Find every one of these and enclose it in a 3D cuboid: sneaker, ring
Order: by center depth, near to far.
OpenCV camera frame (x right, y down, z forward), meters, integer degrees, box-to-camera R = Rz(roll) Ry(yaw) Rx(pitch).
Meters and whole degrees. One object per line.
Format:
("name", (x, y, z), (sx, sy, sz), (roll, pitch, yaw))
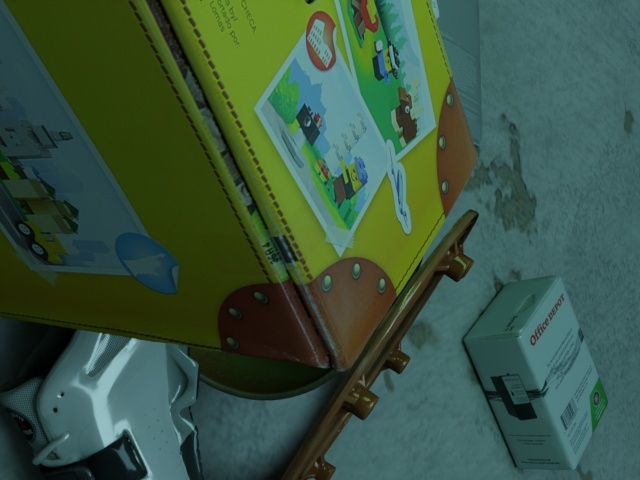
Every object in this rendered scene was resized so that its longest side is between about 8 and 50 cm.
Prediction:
("sneaker", (-0.169, 0.151, 0.711), (0.146, 0.122, 0.330), (1, 82, -31))
("ring", (0.051, 0.119, 0.832), (0.032, 0.336, 0.336), (34, 45, 10))

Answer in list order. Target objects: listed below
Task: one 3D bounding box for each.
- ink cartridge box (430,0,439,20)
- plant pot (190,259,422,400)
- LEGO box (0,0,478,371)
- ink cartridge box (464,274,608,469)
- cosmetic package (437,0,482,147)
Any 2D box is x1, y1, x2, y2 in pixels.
("ink cartridge box", (-0.022, -0.313, 0.816), (0.296, 0.066, 0.261), (-12, 91, -50))
("plant pot", (0.000, 0.000, 0.861), (0.254, 0.237, 0.237), (-11, 90, -62))
("LEGO box", (-0.178, -0.190, 0.479), (0.193, 0.373, 0.500), (-55, 135, -37))
("ink cartridge box", (0.287, 0.172, 1.241), (0.153, 0.087, 0.208), (-41, 114, -45))
("cosmetic package", (0.109, -0.222, 1.093), (0.107, 0.127, 0.237), (20, 69, -45))
